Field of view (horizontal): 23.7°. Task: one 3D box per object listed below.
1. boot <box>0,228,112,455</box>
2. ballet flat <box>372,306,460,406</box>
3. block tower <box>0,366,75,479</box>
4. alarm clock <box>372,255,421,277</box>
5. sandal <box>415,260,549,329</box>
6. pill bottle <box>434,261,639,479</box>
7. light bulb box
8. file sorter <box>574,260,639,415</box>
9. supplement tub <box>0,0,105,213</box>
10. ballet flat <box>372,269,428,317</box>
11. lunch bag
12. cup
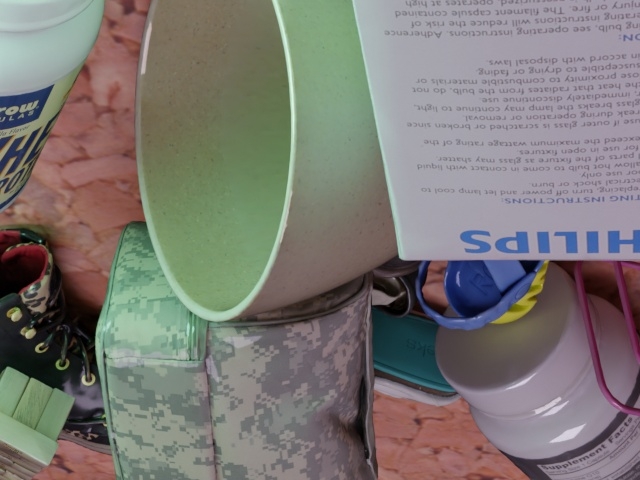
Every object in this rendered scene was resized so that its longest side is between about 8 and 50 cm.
[{"bbox_3d":[-0.287,0.119,1.765,0.377,0.138,0.284,4,143,17],"label":"boot"},{"bbox_3d":[-0.011,0.091,1.709,0.400,0.139,0.139,26,138,-24],"label":"ballet flat"},{"bbox_3d":[-0.390,0.250,1.801,0.091,0.097,0.335,30,148,-14],"label":"block tower"},{"bbox_3d":[0.062,-0.010,1.540,0.129,0.064,0.192,24,105,-33],"label":"alarm clock"},{"bbox_3d":[0.183,-0.021,1.468,0.126,0.138,0.317,39,131,25],"label":"sandal"},{"bbox_3d":[0.293,0.184,1.704,0.204,0.204,0.361,-20,134,30],"label":"pill bottle"},{"bbox_3d":[0.156,-0.227,1.054,0.225,0.358,0.361,0,143,12],"label":"light bulb box"},{"bbox_3d":[0.405,0.034,1.471,0.182,0.202,0.290,12,143,-27],"label":"file sorter"},{"bbox_3d":[-0.323,-0.176,1.313,0.235,0.235,0.325,20,140,-16],"label":"supplement tub"},{"bbox_3d":[0.000,0.000,1.601,0.280,0.096,0.095,26,139,-23],"label":"ballet flat"},{"bbox_3d":[-0.071,0.138,1.505,0.256,0.212,0.305,1,125,3],"label":"lunch bag"},{"bbox_3d":[0.005,-0.103,1.339,0.237,0.331,0.331,-4,148,-28],"label":"cup"}]
